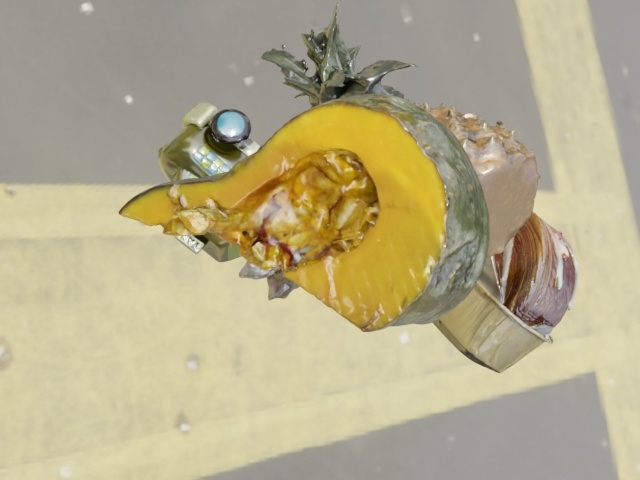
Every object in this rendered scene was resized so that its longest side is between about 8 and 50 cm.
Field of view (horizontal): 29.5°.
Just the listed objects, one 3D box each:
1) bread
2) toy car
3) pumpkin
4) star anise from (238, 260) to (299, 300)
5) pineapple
[{"bbox_3d":[0.249,0.055,1.688,0.142,0.212,0.224,29,12,-35],"label":"bread"},{"bbox_3d":[-0.152,-0.070,1.881,0.248,0.204,0.198,39,74,7],"label":"toy car"},{"bbox_3d":[0.001,0.000,0.997,0.139,0.280,0.190,-10,78,-67],"label":"pumpkin"},{"bbox_3d":[-0.014,-0.004,1.770,0.196,0.073,0.212,14,98,-42],"label":"star anise"},{"bbox_3d":[0.064,-0.124,1.276,0.165,0.166,0.364,15,23,-51],"label":"pineapple"}]
